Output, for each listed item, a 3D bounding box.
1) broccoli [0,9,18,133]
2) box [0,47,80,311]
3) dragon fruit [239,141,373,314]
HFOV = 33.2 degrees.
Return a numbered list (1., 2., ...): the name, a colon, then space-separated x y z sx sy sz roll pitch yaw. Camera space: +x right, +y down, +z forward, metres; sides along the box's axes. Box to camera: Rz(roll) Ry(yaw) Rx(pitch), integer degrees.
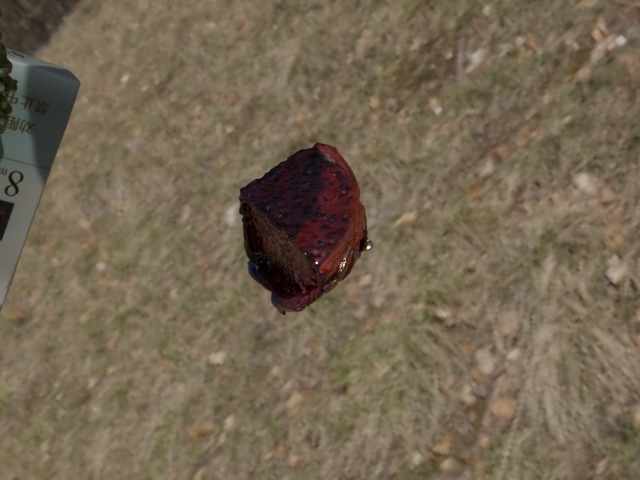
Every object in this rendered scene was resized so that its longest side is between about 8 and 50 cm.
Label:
1. broccoli: -0.260 -0.097 0.473 0.288 0.260 0.235 -46 10 32
2. box: -0.331 -0.060 0.967 0.242 0.155 0.067 -66 30 11
3. dragon fruit: 0.000 0.001 1.052 0.127 0.161 0.120 -30 -40 -18
